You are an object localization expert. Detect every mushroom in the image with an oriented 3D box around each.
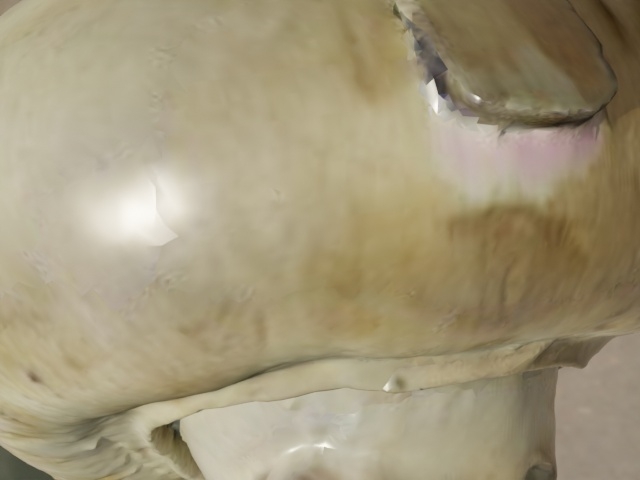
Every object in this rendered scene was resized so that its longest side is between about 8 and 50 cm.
[{"bbox_3d":[0.000,0.000,0.561,0.255,0.255,0.184,-21,67,57],"label":"mushroom"}]

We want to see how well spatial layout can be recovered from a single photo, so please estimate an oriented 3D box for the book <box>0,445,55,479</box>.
[{"bbox_3d":[-0.106,0.164,0.640,0.039,0.300,0.428,-40,4,38],"label":"book"}]
